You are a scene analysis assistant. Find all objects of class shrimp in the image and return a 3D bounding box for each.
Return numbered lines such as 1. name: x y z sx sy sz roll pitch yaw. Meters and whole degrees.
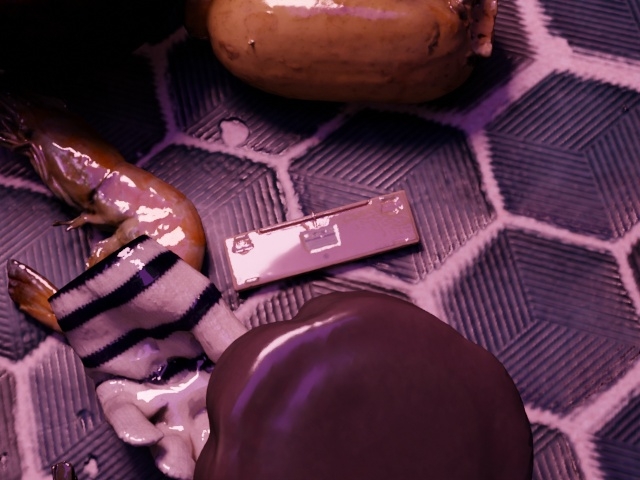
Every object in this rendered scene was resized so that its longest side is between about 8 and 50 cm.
1. shrimp: -0.235 -0.027 1.219 0.296 0.058 0.169 39 76 17

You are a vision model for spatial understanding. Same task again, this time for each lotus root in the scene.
1. lotus root: 0.013 -0.202 1.227 0.284 0.146 0.160 5 50 10

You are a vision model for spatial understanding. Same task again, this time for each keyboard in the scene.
1. keyboard: 0.000 0.000 1.202 0.166 0.017 0.055 -15 69 -2

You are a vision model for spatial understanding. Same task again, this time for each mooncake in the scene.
1. mooncake: 0.028 0.157 1.021 0.245 0.133 0.245 1 88 -19

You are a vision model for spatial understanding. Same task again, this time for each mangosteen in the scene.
1. mangosteen: -0.257 -0.262 1.193 0.297 0.297 0.313 28 84 17

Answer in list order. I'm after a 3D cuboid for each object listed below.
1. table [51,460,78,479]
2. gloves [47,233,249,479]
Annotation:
1. table: -0.268 0.334 0.976 0.251 0.196 0.282 -10 62 2
2. gloves: -0.116 0.109 1.115 0.140 0.131 0.218 -36 97 -16
